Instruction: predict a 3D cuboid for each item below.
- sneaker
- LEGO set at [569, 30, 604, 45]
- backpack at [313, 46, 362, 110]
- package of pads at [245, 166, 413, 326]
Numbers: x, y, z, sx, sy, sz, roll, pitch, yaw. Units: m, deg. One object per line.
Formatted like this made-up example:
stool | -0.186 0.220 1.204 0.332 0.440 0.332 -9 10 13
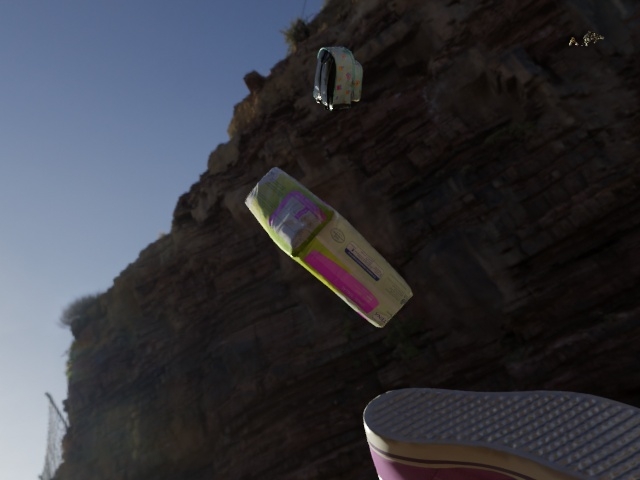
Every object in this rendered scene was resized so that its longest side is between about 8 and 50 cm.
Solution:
sneaker | 0.185 0.221 0.442 0.282 0.160 0.102 -3 19 34
LEGO set | 0.706 -0.540 1.355 0.083 0.054 0.023 -7 -42 33
backpack | 0.058 -0.550 1.701 0.145 0.166 0.188 -16 -50 -15
package of pads | 0.000 0.000 0.892 0.101 0.296 0.229 -48 -59 0
